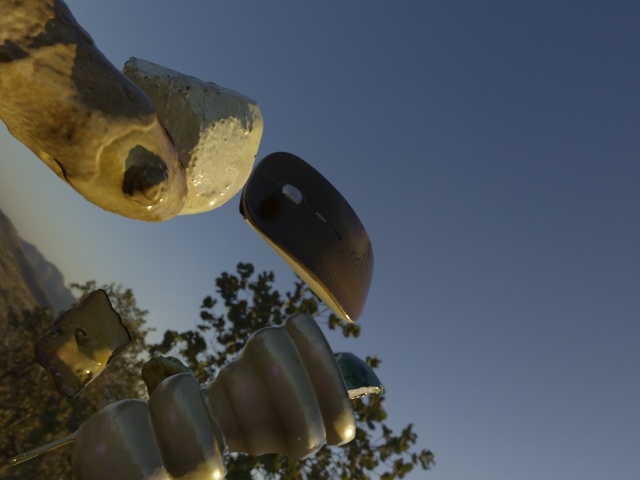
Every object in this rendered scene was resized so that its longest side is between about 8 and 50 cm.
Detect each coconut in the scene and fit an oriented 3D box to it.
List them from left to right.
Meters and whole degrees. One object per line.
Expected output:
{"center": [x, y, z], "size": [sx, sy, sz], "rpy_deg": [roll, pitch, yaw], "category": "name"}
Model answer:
{"center": [-0.264, -0.180, 1.029], "size": [0.297, 0.297, 0.254], "rpy_deg": [34, -72, 41], "category": "coconut"}

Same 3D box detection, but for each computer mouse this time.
{"center": [0.000, 0.000, 0.673], "size": [0.056, 0.125, 0.245], "rpy_deg": [-12, -49, 38], "category": "computer mouse"}

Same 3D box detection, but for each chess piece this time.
{"center": [-0.069, 0.120, 0.357], "size": [0.094, 0.171, 0.094], "rpy_deg": [56, -22, 36], "category": "chess piece"}

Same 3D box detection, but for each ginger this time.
{"center": [-0.238, -0.126, 0.530], "size": [0.190, 0.126, 0.354], "rpy_deg": [46, -4, 41], "category": "ginger"}

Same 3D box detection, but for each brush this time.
{"center": [-0.537, 0.416, 1.144], "size": [0.083, 0.205, 0.011], "rpy_deg": [17, -58, 60], "category": "brush"}

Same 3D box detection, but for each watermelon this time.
{"center": [0.021, 0.224, 0.871], "size": [0.187, 0.139, 0.071], "rpy_deg": [39, 28, -64], "category": "watermelon"}

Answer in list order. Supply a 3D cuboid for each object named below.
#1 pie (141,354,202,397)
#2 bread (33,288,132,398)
{"center": [-0.343, 0.369, 1.313], "size": [0.201, 0.090, 0.248], "rpy_deg": [38, -44, 21], "category": "pie"}
{"center": [-0.528, 0.225, 1.206], "size": [0.088, 0.233, 0.160], "rpy_deg": [-23, -74, 22], "category": "bread"}
